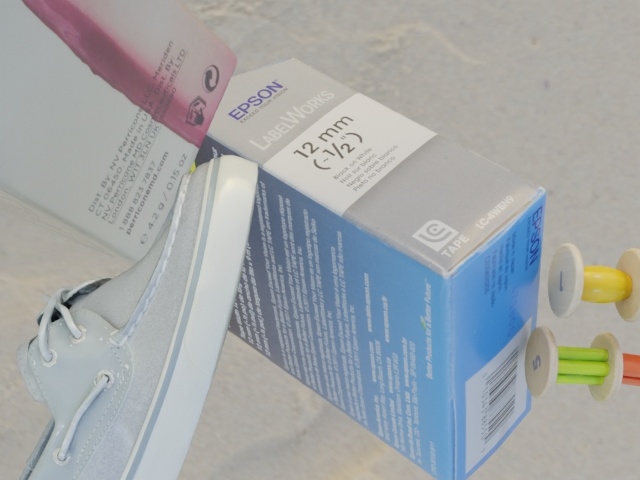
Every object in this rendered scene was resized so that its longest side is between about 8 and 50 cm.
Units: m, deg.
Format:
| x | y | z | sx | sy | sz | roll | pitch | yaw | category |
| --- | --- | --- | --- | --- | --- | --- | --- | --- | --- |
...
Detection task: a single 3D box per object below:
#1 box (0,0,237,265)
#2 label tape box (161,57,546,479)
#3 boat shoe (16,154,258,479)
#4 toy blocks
| x | y | z | sx | sy | sz | roll | pitch | yaw | category |
| --- | --- | --- | --- | --- | --- | --- | --- | --- | --- |
| -0.168 | -0.097 | 0.618 | 0.127 | 0.148 | 0.232 | -65 | 151 | -8 | box |
| 0.000 | 0.000 | 1.022 | 0.115 | 0.347 | 0.249 | -39 | 144 | -26 | label tape box |
| -0.092 | 0.062 | 0.569 | 0.081 | 0.079 | 0.228 | 20 | 108 | -8 | boat shoe |
| 0.231 | 0.063 | 0.946 | 0.148 | 0.054 | 0.123 | 4 | 119 | -12 | toy blocks |
